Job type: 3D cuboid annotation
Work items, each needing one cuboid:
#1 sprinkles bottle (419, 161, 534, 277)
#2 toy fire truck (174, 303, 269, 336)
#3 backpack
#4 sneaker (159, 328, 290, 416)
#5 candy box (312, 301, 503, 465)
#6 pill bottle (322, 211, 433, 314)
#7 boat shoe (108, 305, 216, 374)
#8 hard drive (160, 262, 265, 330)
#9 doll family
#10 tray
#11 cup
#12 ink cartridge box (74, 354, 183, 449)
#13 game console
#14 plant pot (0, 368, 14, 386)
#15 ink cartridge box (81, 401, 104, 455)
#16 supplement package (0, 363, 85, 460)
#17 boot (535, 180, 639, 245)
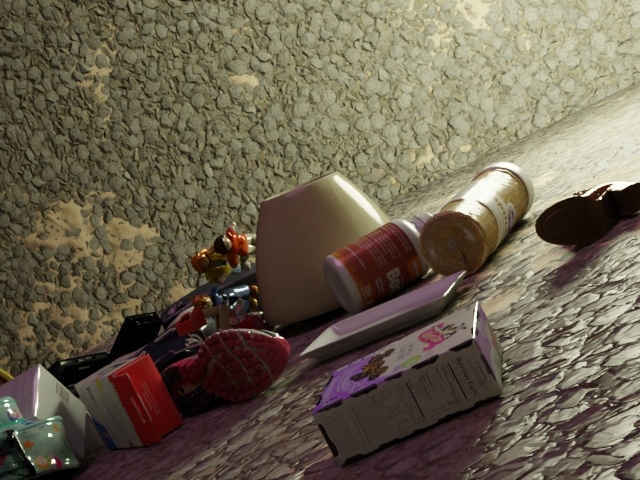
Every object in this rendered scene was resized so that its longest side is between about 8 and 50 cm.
[{"bbox_3d":[0.284,-0.042,2.035,0.121,0.121,0.355,-25,6,29],"label":"sprinkles bottle"},{"bbox_3d":[-0.186,0.175,2.229,0.047,0.135,0.192,-23,7,37],"label":"toy fire truck"},{"bbox_3d":[-0.513,0.356,1.776,0.253,0.191,0.225,-8,-24,-45],"label":"backpack"},{"bbox_3d":[-0.152,0.200,1.893,0.112,0.121,0.299,-30,5,-43],"label":"sneaker"},{"bbox_3d":[0.102,0.156,1.271,0.196,0.070,0.165,-27,5,13],"label":"candy box"},{"bbox_3d":[0.122,0.036,2.096,0.216,0.121,0.121,-29,5,-16],"label":"pill bottle"},{"bbox_3d":[-0.268,0.231,2.326,0.158,0.127,0.340,-4,24,46],"label":"boat shoe"},{"bbox_3d":[-0.223,0.155,2.528,0.254,0.172,0.054,-29,49,-9],"label":"hard drive"},{"bbox_3d":[-0.199,0.098,2.369,0.118,0.263,0.163,-10,-5,37],"label":"doll family"},{"bbox_3d":[0.104,0.126,1.809,0.270,0.030,0.145,-25,6,27],"label":"tray"},{"bbox_3d":[0.000,0.000,2.295,0.331,0.237,0.331,-22,6,2],"label":"cup"},{"bbox_3d":[-0.317,0.274,1.930,0.078,0.134,0.231,-30,6,-34],"label":"ink cartridge box"},{"bbox_3d":[-0.447,0.254,2.299,0.213,0.044,0.361,-64,-20,12],"label":"game console"},{"bbox_3d":[-0.679,0.383,2.245,0.254,0.254,0.239,-29,-10,-15],"label":"plant pot"},{"bbox_3d":[-0.463,0.362,2.159,0.127,0.072,0.175,-27,5,1],"label":"ink cartridge box"},{"bbox_3d":[-0.549,0.351,1.989,0.244,0.139,0.134,-29,36,11],"label":"supplement package"},{"bbox_3d":[0.388,-0.037,1.742,0.197,0.073,0.152,-16,3,-16],"label":"boot"}]
